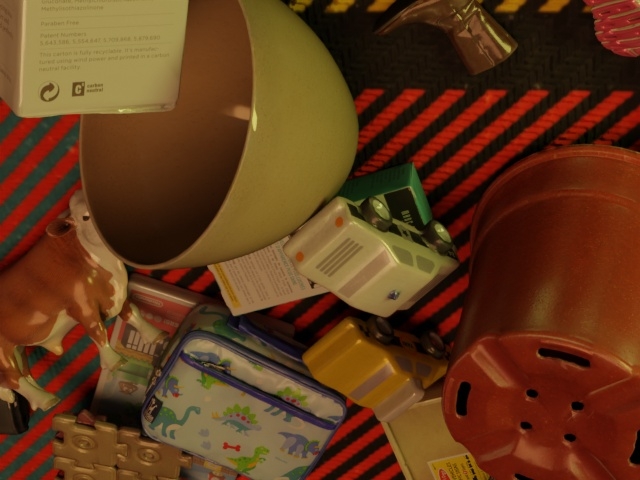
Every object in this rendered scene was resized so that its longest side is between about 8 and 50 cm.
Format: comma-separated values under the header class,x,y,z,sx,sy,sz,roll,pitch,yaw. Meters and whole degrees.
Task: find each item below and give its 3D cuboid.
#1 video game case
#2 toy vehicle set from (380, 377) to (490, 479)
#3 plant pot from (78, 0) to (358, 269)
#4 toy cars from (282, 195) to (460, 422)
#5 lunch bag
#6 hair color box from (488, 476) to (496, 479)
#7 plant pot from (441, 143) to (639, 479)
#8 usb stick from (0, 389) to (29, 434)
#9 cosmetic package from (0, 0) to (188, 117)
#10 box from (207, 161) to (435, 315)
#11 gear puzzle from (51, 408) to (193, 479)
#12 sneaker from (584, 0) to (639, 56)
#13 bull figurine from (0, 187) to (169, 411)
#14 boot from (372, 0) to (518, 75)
class,x,y,z,sx,sy,sz,roll,pitch,yaw
video game case,-0.169,0.184,1.369,0.204,0.025,0.285,18,122,-5
toy vehicle set,0.191,0.280,1.378,0.166,0.035,0.266,-15,119,15
plant pot,-0.077,-0.107,1.063,0.191,0.284,0.284,7,131,-42
toy cars,0.069,0.091,1.155,0.177,0.087,0.393,-18,145,-7
lunch bag,-0.086,0.181,1.291,0.219,0.090,0.176,28,117,-12
hair color box,0.277,0.386,1.350,0.185,0.110,0.338,12,121,0
plant pot,0.247,0.089,1.083,0.272,0.265,0.272,12,128,16
usb stick,-0.504,0.211,1.412,0.278,0.045,0.077,0,122,7
cosmetic package,-0.208,-0.319,0.913,0.156,0.217,0.385,-9,125,-34
box,0.000,0.000,1.213,0.244,0.060,0.100,-15,119,15
gear puzzle,-0.256,0.329,1.440,0.176,0.044,0.339,11,133,-1
sneaker,0.277,-0.239,1.033,0.063,0.074,0.170,-5,147,39
bull figurine,-0.291,0.071,1.258,0.310,0.101,0.188,-30,93,28
boot,0.123,-0.197,1.094,0.106,0.037,0.114,-31,118,25
